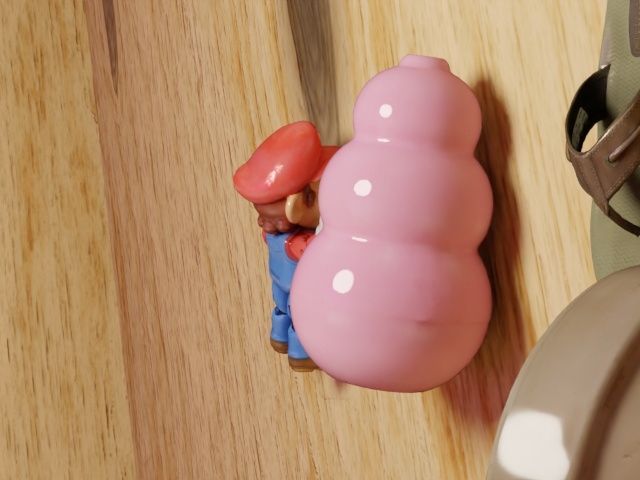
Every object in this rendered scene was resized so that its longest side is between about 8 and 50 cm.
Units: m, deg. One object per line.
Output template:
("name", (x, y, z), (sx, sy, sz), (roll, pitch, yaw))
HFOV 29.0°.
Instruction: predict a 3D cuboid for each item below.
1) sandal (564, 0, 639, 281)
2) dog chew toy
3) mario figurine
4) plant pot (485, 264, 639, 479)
("sandal", (0.238, -0.098, 0.996), (0.120, 0.086, 0.303), (-170, 78, -67))
("dog chew toy", (0.082, -0.020, 1.251), (0.206, 0.206, 0.332), (-161, 77, -66))
("mario figurine", (0.000, 0.000, 1.588), (0.198, 0.170, 0.321), (10, 118, 30))
("plant pot", (0.296, 0.172, 0.676), (0.280, 0.323, 0.323), (-2, 91, 51))
